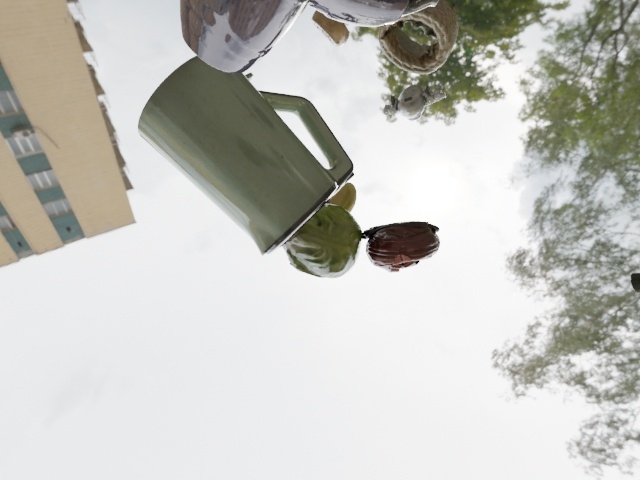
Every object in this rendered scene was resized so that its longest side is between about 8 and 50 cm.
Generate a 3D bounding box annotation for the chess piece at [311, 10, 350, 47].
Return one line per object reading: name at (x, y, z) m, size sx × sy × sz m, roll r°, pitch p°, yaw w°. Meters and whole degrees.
chess piece at (0.020, -0.424, 0.817) m, size 0.083 × 0.038 × 0.084 m, roll 40°, pitch -167°, yaw -11°

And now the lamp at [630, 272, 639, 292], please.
lamp at (0.535, 0.045, 0.641) m, size 0.121 × 0.054 × 0.041 m, roll -25°, pitch -88°, yaw -36°

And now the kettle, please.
kettle at (-0.131, -0.206, 0.917) m, size 0.377 × 0.250 × 0.361 m, roll 46°, pitch -125°, yaw -4°

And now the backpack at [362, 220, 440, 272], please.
backpack at (0.223, 0.018, 1.138) m, size 0.229 × 0.229 × 0.139 m, roll -8°, pitch -86°, yaw -15°

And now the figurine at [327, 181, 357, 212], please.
figurine at (-0.021, -0.102, 1.390) m, size 0.324 × 0.222 × 0.124 m, roll -35°, pitch -133°, yaw -3°

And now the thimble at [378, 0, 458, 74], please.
thimble at (0.301, -0.636, 1.262) m, size 0.228 × 0.196 × 0.148 m, roll 19°, pitch -127°, yaw 12°

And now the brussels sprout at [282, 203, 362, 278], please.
brussels sprout at (0.000, 0.000, 1.157) m, size 0.243 × 0.244 × 0.244 m, roll 5°, pitch -130°, yaw -5°

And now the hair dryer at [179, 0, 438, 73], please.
hair dryer at (0.043, -0.312, 0.430) m, size 0.361 × 0.301 × 0.121 m, roll -19°, pitch -114°, yaw -49°

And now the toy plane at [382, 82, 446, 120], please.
toy plane at (0.364, -0.543, 1.617) m, size 0.251 × 0.118 × 0.252 m, roll -17°, pitch -153°, yaw 9°
